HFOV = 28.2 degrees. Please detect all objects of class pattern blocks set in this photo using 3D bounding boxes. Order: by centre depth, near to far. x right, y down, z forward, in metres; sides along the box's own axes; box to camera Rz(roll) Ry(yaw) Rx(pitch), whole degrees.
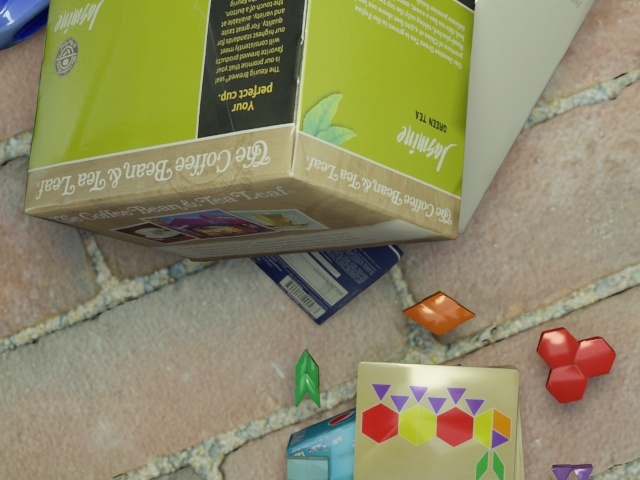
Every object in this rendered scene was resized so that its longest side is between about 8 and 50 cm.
[{"bbox_3d":[0.127,0.197,1.342,0.325,0.026,0.285,11,97,2],"label":"pattern blocks set"}]

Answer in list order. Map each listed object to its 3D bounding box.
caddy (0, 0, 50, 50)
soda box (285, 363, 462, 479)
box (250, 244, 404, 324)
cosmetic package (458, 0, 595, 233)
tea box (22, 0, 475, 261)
[{"bbox_3d":[-0.273,-0.350,1.272,0.179,0.241,0.341,37,98,7],"label":"caddy"},{"bbox_3d":[0.072,0.212,1.395,0.210,0.067,0.071,-23,95,7],"label":"soda box"},{"bbox_3d":[0.000,0.000,1.312,0.136,0.225,0.036,45,62,-2],"label":"box"},{"bbox_3d":[0.129,-0.264,1.238,0.230,0.161,0.453,36,101,41],"label":"cosmetic package"},{"bbox_3d":[-0.061,-0.163,1.113,0.329,0.220,0.323,-4,74,41],"label":"tea box"}]
